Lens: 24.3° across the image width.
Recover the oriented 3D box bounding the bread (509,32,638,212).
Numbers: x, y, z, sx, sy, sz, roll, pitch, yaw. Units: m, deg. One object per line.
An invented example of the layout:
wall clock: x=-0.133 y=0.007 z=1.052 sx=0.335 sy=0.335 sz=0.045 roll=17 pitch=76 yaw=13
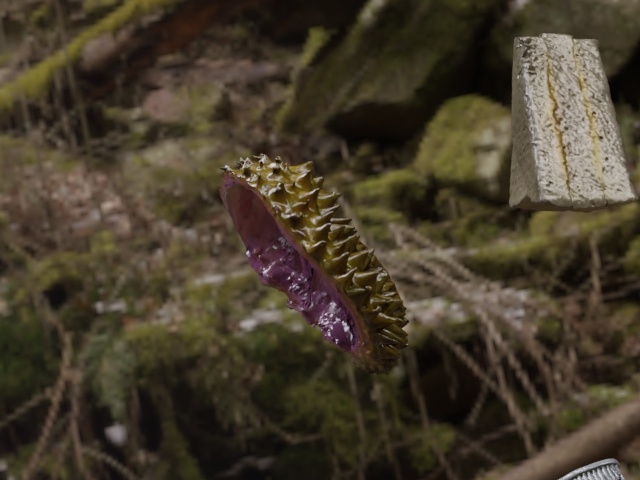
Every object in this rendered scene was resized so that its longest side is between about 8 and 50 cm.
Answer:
bread: x=0.193 y=-0.094 z=1.148 sx=0.077 sy=0.152 sz=0.105 roll=1 pitch=-4 yaw=-7

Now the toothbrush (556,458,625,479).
toothbrush: x=0.098 y=0.219 z=1.113 sx=0.275 sy=0.019 sz=0.025 roll=-19 pitch=38 yaw=-2

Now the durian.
durian: x=0.000 y=0.001 z=1.674 sx=0.112 sy=0.191 sz=0.341 roll=-26 pitch=42 yaw=-20
